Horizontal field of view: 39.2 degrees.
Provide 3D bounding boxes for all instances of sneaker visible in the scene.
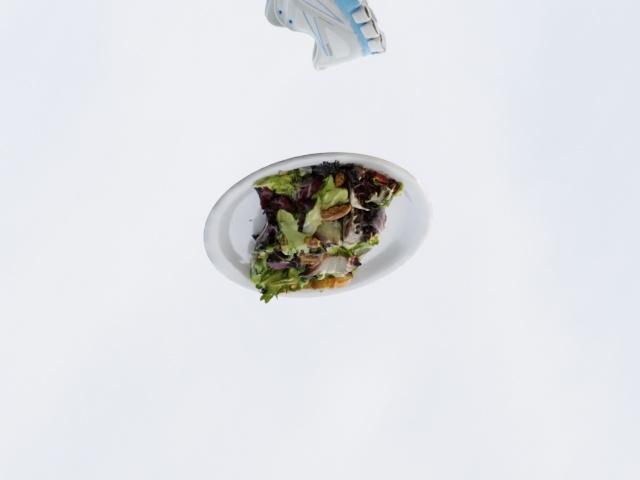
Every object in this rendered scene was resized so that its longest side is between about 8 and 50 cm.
[{"bbox_3d":[-0.019,-0.220,0.743,0.083,0.190,0.071,-24,-150,14],"label":"sneaker"}]

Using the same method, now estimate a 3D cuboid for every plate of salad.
[{"bbox_3d":[0.000,0.000,0.774,0.200,0.199,0.048,-6,-128,-3],"label":"plate of salad"}]
